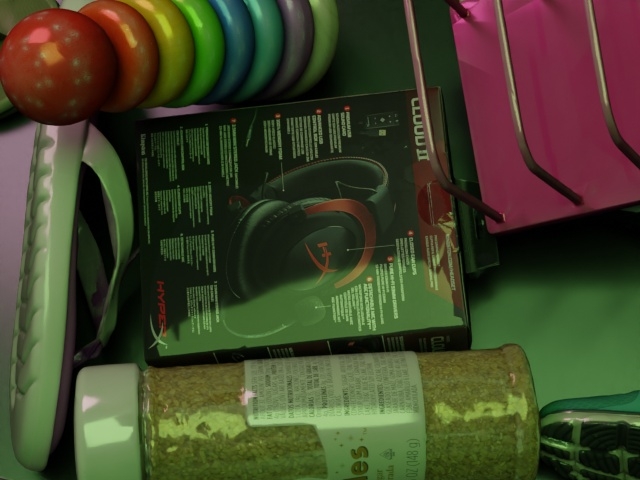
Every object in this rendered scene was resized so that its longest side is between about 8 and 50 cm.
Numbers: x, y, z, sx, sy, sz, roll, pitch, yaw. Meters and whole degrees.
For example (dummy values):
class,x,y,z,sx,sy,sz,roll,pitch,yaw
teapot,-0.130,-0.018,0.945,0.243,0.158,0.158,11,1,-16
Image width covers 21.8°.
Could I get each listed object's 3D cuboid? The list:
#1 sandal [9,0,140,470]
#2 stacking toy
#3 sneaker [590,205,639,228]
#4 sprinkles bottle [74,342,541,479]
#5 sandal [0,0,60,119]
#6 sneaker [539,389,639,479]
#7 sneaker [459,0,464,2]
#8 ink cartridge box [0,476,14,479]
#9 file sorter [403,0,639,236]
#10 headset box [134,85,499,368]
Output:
class,x,y,z,sx,sy,sz,roll,pitch,yaw
sandal,-0.194,-0.015,1.390,0.102,0.169,0.416,7,75,-13
stacking toy,-0.130,-0.163,1.354,0.141,0.330,0.141,10,108,35
sneaker,0.285,-0.016,1.387,0.217,0.079,0.121,-10,109,29
sprinkles bottle,-0.012,0.148,1.305,0.355,0.121,0.121,-3,68,-4
sandal,-0.378,-0.161,1.502,0.303,0.086,0.120,-11,69,-2
sneaker,0.305,0.137,1.330,0.275,0.107,0.110,-6,49,-2
sneaker,0.241,-0.192,1.424,0.262,0.121,0.099,34,49,13
ink cartridge box,-0.189,0.299,1.324,0.371,0.069,0.175,12,71,13
file sorter,0.228,-0.143,1.266,0.291,0.182,0.202,-13,77,20
headset box,0.000,0.000,1.391,0.293,0.110,0.218,-7,69,3
